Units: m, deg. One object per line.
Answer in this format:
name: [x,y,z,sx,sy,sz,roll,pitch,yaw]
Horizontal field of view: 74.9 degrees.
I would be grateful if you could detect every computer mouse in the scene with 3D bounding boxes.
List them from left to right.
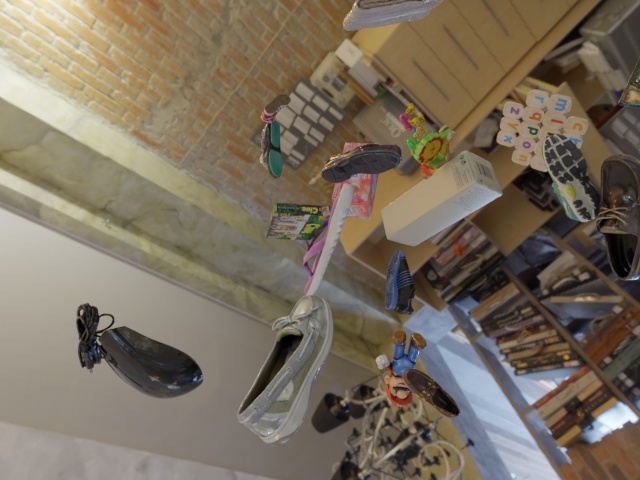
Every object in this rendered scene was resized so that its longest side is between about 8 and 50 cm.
computer mouse: [-0.369,0.247,0.825,0.271,0.189,0.072,22,-144,1]

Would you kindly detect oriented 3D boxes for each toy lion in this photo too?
toy lion: [0.245,-0.196,0.904,0.034,0.096,0.100,53,173,31]

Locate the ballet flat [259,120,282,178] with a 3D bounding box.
ballet flat: [-0.162,-0.286,1.349,0.074,0.074,0.204,19,-117,-53]

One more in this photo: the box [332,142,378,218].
box: [0.156,-0.257,1.773,0.142,0.153,0.300,69,-149,-58]

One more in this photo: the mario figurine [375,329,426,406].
mario figurine: [0.334,0.532,1.656,0.170,0.321,0.197,-16,-153,-42]

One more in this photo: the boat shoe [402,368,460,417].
boat shoe: [0.361,0.490,1.354,0.206,0.073,0.073,36,167,8]

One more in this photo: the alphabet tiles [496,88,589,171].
alphabet tiles: [0.769,-0.381,1.466,0.277,0.021,0.284,28,143,32]

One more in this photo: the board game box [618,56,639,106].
board game box: [0.713,-0.365,0.849,0.026,0.187,0.126,18,-172,-26]

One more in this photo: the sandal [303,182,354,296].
sandal: [0.002,-0.006,1.358,0.102,0.417,0.169,21,-156,1]

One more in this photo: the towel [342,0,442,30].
towel: [0.214,-0.673,1.218,0.187,0.281,0.049,-138,34,-77]

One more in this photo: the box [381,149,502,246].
box: [0.282,-0.091,1.010,0.113,0.275,0.094,14,-124,-36]

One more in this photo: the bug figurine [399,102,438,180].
bug figurine: [0.352,-0.356,1.506,0.216,0.072,0.280,33,-136,-50]

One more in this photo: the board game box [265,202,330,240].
board game box: [-0.067,-0.043,1.092,0.260,0.135,0.031,130,138,-73]

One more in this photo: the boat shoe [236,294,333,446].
boat shoe: [-0.062,0.224,0.820,0.103,0.118,0.321,45,-137,-22]

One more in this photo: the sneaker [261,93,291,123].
sneaker: [-0.143,-0.411,1.312,0.042,0.067,0.118,44,-125,0]

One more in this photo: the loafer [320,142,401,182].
loafer: [0.129,-0.272,1.368,0.109,0.302,0.095,39,-125,-39]

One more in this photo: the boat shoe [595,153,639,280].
boat shoe: [0.834,-0.055,1.135,0.132,0.130,0.356,-7,102,69]

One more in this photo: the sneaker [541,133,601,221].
sneaker: [0.724,-0.179,1.245,0.110,0.106,0.276,-122,9,-88]

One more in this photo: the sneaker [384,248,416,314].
sneaker: [0.275,0.141,1.405,0.090,0.081,0.233,20,-123,-10]
